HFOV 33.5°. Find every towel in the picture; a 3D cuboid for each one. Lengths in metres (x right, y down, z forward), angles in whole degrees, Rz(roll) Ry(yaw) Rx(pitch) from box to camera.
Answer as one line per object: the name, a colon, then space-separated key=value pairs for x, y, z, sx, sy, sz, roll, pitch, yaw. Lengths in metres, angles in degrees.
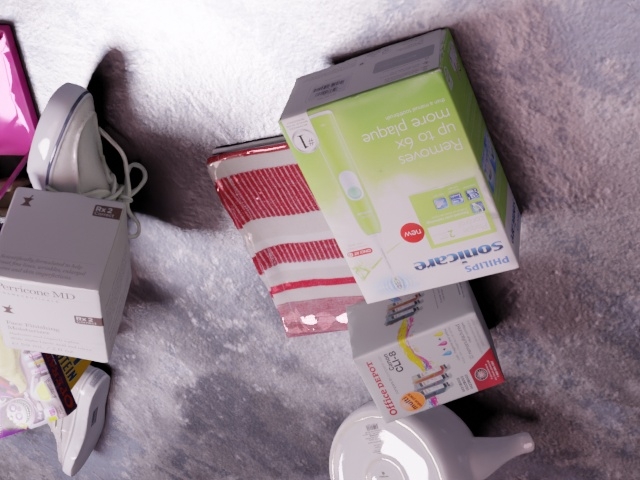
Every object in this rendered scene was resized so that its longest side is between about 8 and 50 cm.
towel: x=0.000 y=0.000 z=1.489 sx=0.237 sy=0.037 sz=0.329 roll=-8 pitch=123 yaw=27

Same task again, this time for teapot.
teapot: x=0.147 y=0.340 z=1.608 sx=0.256 sy=0.187 sz=0.253 roll=35 pitch=117 yaw=29

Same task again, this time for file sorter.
file sorter: x=-0.573 y=-0.167 z=1.477 sx=0.290 sy=0.182 sz=0.202 roll=2 pitch=127 yaw=12

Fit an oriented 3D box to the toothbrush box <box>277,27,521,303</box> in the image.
toothbrush box: x=0.105 y=-0.085 z=1.303 sx=0.206 sy=0.122 sz=0.283 roll=-14 pitch=121 yaw=21

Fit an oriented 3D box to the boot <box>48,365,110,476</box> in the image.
boot: x=-0.458 y=0.304 z=1.903 sx=0.123 sy=0.095 sz=0.258 roll=27 pitch=124 yaw=10

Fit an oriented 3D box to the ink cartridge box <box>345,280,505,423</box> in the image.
ink cartridge box: x=0.138 y=0.140 z=1.443 sx=0.176 sy=0.127 sz=0.128 roll=-22 pitch=119 yaw=10

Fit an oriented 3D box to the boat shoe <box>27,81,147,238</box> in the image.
boat shoe: x=-0.321 y=-0.057 z=1.515 sx=0.156 sy=0.136 sz=0.367 roll=23 pitch=135 yaw=5

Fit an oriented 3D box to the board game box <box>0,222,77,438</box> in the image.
board game box: x=-0.517 y=0.125 z=1.556 sx=0.208 sy=0.056 sz=0.347 roll=-20 pitch=96 yaw=15

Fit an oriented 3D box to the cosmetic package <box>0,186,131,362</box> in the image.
cosmetic package: x=-0.348 y=0.048 z=1.443 sx=0.151 sy=0.151 sz=0.184 roll=8 pitch=143 yaw=0

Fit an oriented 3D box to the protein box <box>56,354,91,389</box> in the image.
protein box: x=-0.494 y=0.171 z=1.726 sx=0.201 sy=0.200 sz=0.136 roll=-4 pitch=124 yaw=25

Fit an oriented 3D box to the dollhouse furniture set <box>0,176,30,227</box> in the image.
dollhouse furniture set: x=-0.551 y=0.004 z=1.648 sx=0.242 sy=0.161 sz=0.212 roll=3 pitch=100 yaw=6
